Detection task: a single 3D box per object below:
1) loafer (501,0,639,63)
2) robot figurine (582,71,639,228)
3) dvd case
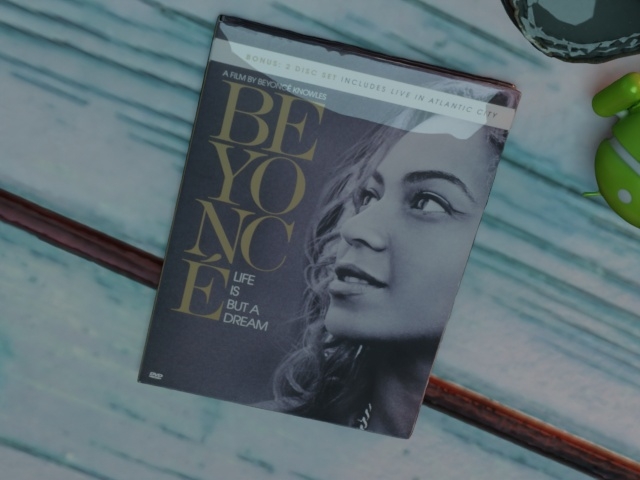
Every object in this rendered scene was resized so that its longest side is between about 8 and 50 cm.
[{"bbox_3d":[0.175,-0.139,0.449,0.267,0.084,0.096,-29,109,20],"label":"loafer"},{"bbox_3d":[0.190,-0.052,0.706,0.101,0.067,0.115,38,109,-5],"label":"robot figurine"},{"bbox_3d":[0.000,0.000,0.755,0.164,0.018,0.221,13,113,-6],"label":"dvd case"}]
